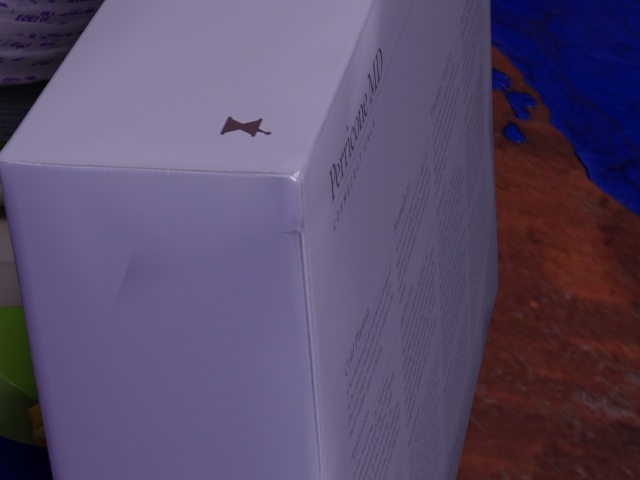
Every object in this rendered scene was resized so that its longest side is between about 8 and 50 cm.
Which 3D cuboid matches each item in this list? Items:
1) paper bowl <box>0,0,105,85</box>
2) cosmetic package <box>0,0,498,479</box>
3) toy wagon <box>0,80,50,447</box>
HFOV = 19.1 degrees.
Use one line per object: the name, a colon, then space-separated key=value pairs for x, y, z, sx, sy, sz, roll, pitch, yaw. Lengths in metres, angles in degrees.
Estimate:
paper bowl: x=-0.171 y=-0.214 z=0.822 sx=0.284 sy=0.148 sz=0.284 roll=26 pitch=37 yaw=-22
cosmetic package: x=0.000 y=0.000 z=0.725 sx=0.097 sy=0.284 sz=0.377 roll=5 pitch=33 yaw=11
toy wagon: x=-0.163 y=-0.031 z=0.815 sx=0.267 sy=0.068 sz=0.344 roll=1 pitch=47 yaw=-40
